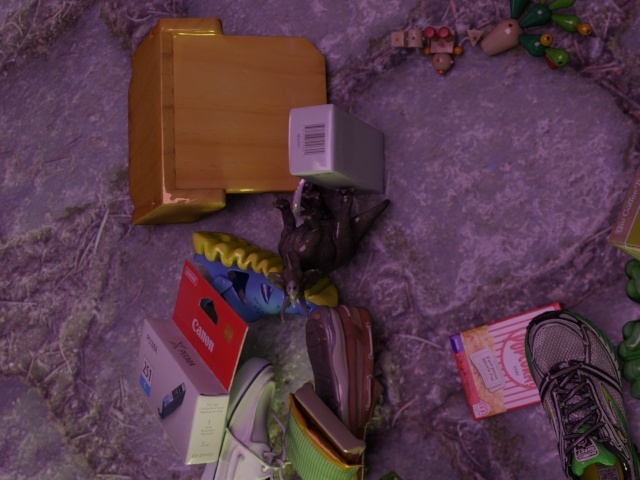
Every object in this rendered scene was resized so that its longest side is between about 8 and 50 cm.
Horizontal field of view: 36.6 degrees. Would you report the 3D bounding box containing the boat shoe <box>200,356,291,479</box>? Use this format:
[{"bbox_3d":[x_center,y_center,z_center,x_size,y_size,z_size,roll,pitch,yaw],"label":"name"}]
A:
[{"bbox_3d":[-0.117,0.397,1.715,0.156,0.136,0.367,21,95,25],"label":"boat shoe"}]

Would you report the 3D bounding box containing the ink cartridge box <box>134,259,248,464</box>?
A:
[{"bbox_3d":[-0.240,0.206,1.721,0.296,0.066,0.261,38,120,54],"label":"ink cartridge box"}]

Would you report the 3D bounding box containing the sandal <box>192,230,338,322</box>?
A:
[{"bbox_3d":[-0.108,0.089,1.768,0.317,0.126,0.138,21,103,30],"label":"sandal"}]

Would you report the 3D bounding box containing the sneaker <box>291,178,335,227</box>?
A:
[{"bbox_3d":[-0.006,-0.048,1.735,0.077,0.072,0.178,9,131,9],"label":"sneaker"}]

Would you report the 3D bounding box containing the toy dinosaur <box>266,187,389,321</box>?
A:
[{"bbox_3d":[0.000,0.000,1.660,0.121,0.313,0.160,12,118,33],"label":"toy dinosaur"}]

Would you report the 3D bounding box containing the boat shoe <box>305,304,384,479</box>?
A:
[{"bbox_3d":[0.056,0.265,1.659,0.123,0.116,0.324,19,115,61],"label":"boat shoe"}]

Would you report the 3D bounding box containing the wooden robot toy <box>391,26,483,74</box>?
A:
[{"bbox_3d":[0.203,-0.333,1.704,0.173,0.076,0.079,5,96,25],"label":"wooden robot toy"}]

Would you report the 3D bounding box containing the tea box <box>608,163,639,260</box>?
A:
[{"bbox_3d":[0.627,-0.012,1.256,0.323,0.329,0.220,18,84,63],"label":"tea box"}]

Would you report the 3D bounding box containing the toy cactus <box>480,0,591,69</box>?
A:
[{"bbox_3d":[0.356,-0.373,1.637,0.180,0.112,0.219,-29,74,38],"label":"toy cactus"}]

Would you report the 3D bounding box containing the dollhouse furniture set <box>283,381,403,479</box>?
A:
[{"bbox_3d":[0.001,0.404,1.545,0.301,0.151,0.197,45,144,24],"label":"dollhouse furniture set"}]

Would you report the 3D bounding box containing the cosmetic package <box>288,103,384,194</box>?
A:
[{"bbox_3d":[0.032,-0.151,1.664,0.085,0.231,0.117,-3,81,23],"label":"cosmetic package"}]

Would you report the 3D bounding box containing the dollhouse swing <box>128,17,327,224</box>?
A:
[{"bbox_3d":[-0.184,-0.217,1.865,0.315,0.305,0.347,160,109,-64],"label":"dollhouse swing"}]

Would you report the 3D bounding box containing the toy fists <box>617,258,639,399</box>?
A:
[{"bbox_3d":[0.532,0.112,1.485,0.142,0.096,0.279,4,87,25],"label":"toy fists"}]

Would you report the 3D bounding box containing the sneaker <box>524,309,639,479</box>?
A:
[{"bbox_3d":[0.406,0.265,1.455,0.134,0.146,0.343,-23,90,18],"label":"sneaker"}]

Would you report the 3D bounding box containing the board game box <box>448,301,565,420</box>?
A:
[{"bbox_3d":[0.325,0.199,1.591,0.193,0.045,0.147,-21,77,20],"label":"board game box"}]
